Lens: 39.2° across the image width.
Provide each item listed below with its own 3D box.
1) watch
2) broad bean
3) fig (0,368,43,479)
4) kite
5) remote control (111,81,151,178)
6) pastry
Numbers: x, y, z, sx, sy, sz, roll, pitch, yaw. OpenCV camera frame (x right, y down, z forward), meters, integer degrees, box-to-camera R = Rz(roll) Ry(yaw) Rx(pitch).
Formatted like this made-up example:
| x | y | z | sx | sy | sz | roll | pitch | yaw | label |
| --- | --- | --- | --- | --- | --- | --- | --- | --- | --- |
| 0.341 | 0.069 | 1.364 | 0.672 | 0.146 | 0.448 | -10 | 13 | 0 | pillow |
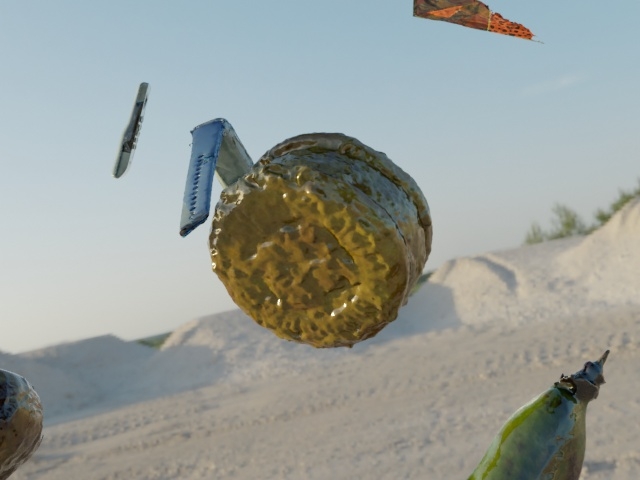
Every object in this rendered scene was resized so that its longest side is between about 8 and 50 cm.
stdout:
| x | y | z | sx | sy | sz | roll | pitch | yaw | label |
| --- | --- | --- | --- | --- | --- | --- | --- | --- | --- |
| -0.140 | -0.061 | 1.247 | 0.068 | 0.274 | 0.276 | -18 | -33 | 10 | watch |
| 0.129 | 0.220 | 0.703 | 0.339 | 0.077 | 0.061 | -46 | -14 | -14 | broad bean |
| -0.610 | 0.368 | 1.440 | 0.286 | 0.368 | 0.286 | 15 | -9 | 3 | fig |
| 0.152 | -0.277 | 1.079 | 0.222 | 0.008 | 0.125 | 21 | -10 | -35 | kite |
| -0.317 | -0.184 | 1.506 | 0.029 | 0.166 | 0.065 | 15 | 3 | -7 | remote control |
| 0.000 | 0.000 | 0.791 | 0.189 | 0.188 | 0.103 | -14 | 26 | 26 | pastry |
